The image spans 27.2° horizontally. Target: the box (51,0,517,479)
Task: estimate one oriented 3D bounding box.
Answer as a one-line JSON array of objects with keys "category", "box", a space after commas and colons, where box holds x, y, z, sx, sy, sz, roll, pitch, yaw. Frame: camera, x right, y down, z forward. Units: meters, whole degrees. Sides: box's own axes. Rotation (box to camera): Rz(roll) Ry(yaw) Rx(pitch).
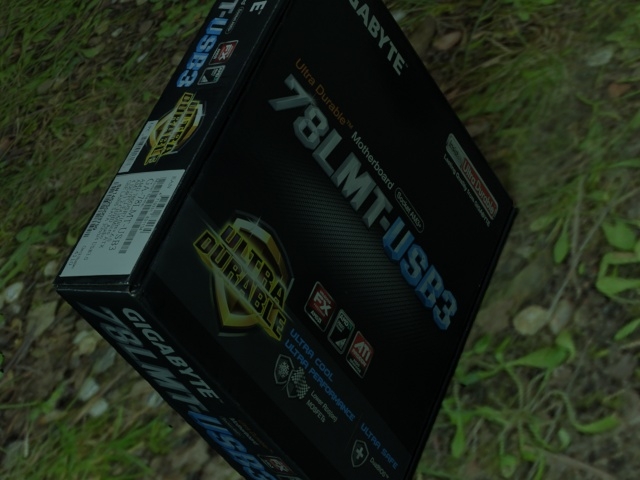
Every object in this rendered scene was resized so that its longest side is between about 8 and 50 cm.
[{"category": "box", "box": [0.000, 0.000, 0.855, 0.073, 0.295, 0.293, 1, 52, 38]}]
